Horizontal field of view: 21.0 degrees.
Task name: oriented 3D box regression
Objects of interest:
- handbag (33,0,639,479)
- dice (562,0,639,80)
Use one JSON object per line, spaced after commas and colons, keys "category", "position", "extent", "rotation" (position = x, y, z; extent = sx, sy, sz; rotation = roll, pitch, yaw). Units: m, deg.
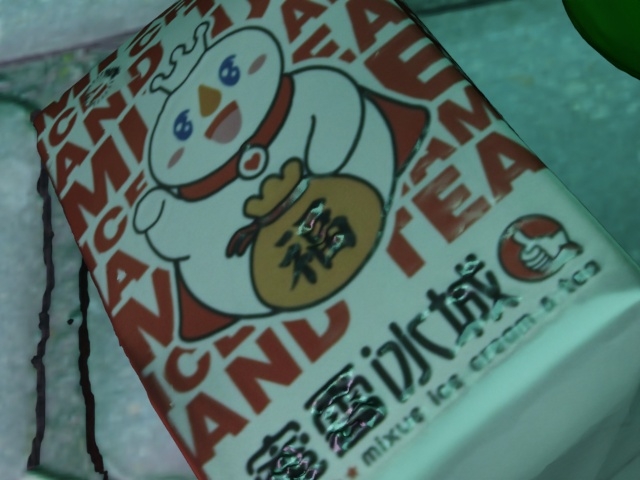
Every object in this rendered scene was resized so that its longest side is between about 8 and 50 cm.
{"category": "handbag", "position": [0.000, 0.000, 0.660], "extent": [0.171, 0.151, 0.298], "rotation": [-41, 58, 4]}
{"category": "dice", "position": [0.258, -0.147, 0.517], "extent": [0.297, 0.287, 0.300], "rotation": [21, 95, 18]}
